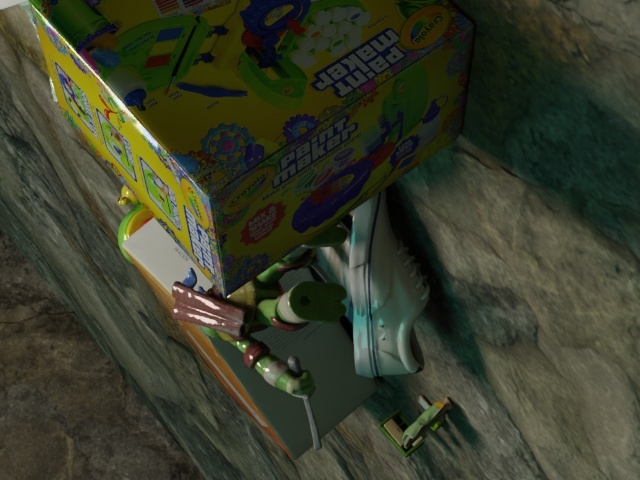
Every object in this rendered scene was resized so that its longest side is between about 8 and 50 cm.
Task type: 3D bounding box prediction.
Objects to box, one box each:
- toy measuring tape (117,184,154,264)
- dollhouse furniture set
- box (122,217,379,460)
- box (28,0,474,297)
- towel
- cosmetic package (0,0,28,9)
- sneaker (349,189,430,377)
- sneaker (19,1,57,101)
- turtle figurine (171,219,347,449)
[{"bbox_3d":[-0.264,0.046,2.371,0.330,0.121,0.121,59,161,-13],"label":"toy measuring tape"},{"bbox_3d":[0.123,0.240,1.814,0.058,0.076,0.151,49,161,15],"label":"dollhouse furniture set"},{"bbox_3d":[-0.094,0.110,1.899,0.215,0.168,0.345,38,164,47],"label":"box"},{"bbox_3d":[-0.062,-0.158,1.250,0.279,0.290,0.177,47,160,25],"label":"box"},{"bbox_3d":[0.000,0.000,1.771,0.285,0.034,0.209,48,160,20],"label":"towel"},{"bbox_3d":[-0.328,-0.419,1.592,0.224,0.138,0.224,-4,123,42],"label":"cosmetic package"},{"bbox_3d":[0.082,0.044,1.576,0.094,0.091,0.258,-80,-12,-60],"label":"sneaker"},{"bbox_3d":[-0.357,-0.274,1.894,0.256,0.094,0.151,22,-108,-76],"label":"sneaker"},{"bbox_3d":[-0.019,0.075,1.615,0.275,0.198,0.266,38,151,-7],"label":"turtle figurine"}]
